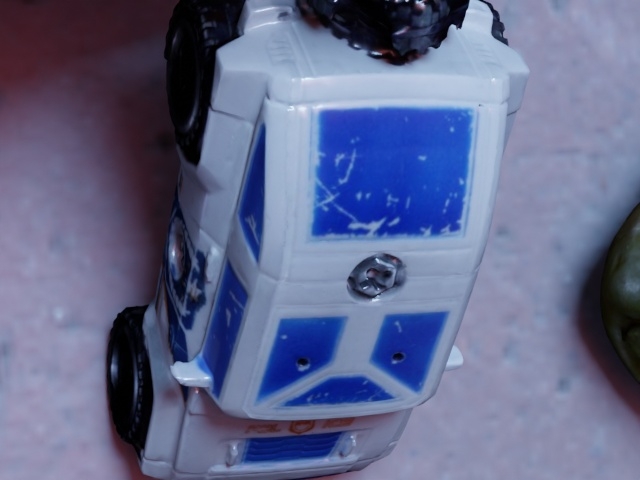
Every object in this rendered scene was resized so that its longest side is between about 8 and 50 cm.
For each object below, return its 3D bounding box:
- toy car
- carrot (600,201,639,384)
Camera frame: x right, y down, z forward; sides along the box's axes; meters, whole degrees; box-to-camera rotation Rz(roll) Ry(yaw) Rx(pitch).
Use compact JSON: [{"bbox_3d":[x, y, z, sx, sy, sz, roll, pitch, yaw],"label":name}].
[{"bbox_3d":[0.000,0.000,0.464,0.080,0.170,0.070,-1,42,-20],"label":"toy car"},{"bbox_3d":[0.160,-0.030,0.558,0.087,0.087,0.193,44,71,-11],"label":"carrot"}]
